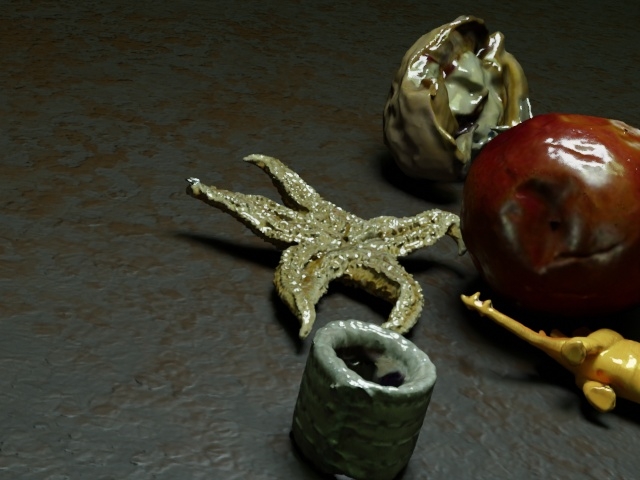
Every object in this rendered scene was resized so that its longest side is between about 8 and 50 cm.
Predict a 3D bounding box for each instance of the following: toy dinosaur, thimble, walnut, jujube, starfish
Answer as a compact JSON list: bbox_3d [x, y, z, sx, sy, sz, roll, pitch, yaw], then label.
[{"bbox_3d":[0.266,0.112,1.173,0.288,0.070,0.117,25,16,18],"label":"toy dinosaur"},{"bbox_3d":[0.032,0.126,1.009,0.102,0.090,0.115,16,22,1],"label":"thimble"},{"bbox_3d":[0.158,-0.169,1.605,0.141,0.204,0.238,-11,-2,38],"label":"walnut"},{"bbox_3d":[0.262,-0.027,1.303,0.223,0.223,0.318,19,11,17],"label":"jujube"},{"bbox_3d":[-0.001,0.003,1.297,0.302,0.060,0.299,32,36,27],"label":"starfish"}]
